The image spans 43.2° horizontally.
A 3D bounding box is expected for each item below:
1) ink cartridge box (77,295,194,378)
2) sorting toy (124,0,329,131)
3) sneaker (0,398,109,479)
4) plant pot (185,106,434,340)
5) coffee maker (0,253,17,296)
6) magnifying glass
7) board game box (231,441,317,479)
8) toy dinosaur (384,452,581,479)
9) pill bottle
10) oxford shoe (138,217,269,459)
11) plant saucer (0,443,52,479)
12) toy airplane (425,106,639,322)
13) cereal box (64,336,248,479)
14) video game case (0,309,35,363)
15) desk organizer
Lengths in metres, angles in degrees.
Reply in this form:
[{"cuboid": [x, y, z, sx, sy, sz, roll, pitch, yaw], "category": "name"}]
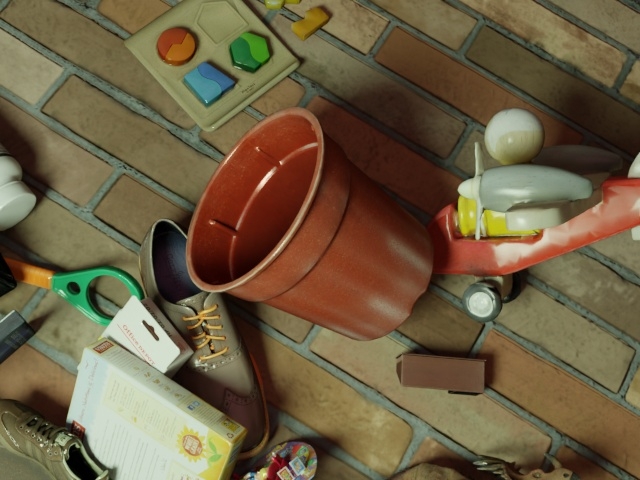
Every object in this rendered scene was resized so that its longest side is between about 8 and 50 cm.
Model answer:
[{"cuboid": [-0.247, 0.155, 1.110, 0.104, 0.181, 0.061, 49, 33, 9], "category": "ink cartridge box"}, {"cuboid": [-0.146, -0.349, 1.372, 0.307, 0.041, 0.229, -41, 80, -18], "category": "sorting toy"}, {"cuboid": [-0.353, 0.267, 1.073, 0.188, 0.071, 0.066, 43, 32, -2], "category": "sneaker"}, {"cuboid": [0.000, 0.000, 1.126, 0.265, 0.272, 0.272, 32, 65, -34], "category": "plant pot"}, {"cuboid": [-0.524, 0.079, 1.128, 0.178, 0.120, 0.171, -33, 95, -4], "category": "coffee maker"}, {"cuboid": [-0.369, 0.066, 1.189, 0.231, 0.026, 0.092, 14, 111, 5], "category": "magnifying glass"}, {"cuboid": [-0.085, 0.323, 1.095, 0.169, 0.133, 0.033, -38, 109, -17], "category": "board game box"}, {"cuboid": [0.191, 0.363, 1.129, 0.296, 0.127, 0.200, 17, 62, 12], "category": "toy dinosaur"}, {"cuboid": [-0.517, -0.109, 1.204, 0.108, 0.108, 0.193, -41, 81, -18], "category": "pill bottle"}, {"cuboid": [-0.175, 0.138, 1.148, 0.130, 0.133, 0.363, -24, 76, -15], "category": "oxford shoe"}, {"cuboid": [-0.415, 0.363, 1.010, 0.310, 0.050, 0.310, 27, 36, -21], "category": "plant saucer"}, {"cuboid": [0.339, -0.075, 1.156, 0.384, 0.386, 0.272, -24, 88, -15], "category": "toy airplane"}, {"cuboid": [-0.225, 0.258, 1.066, 0.240, 0.173, 0.047, 30, 27, 16], "category": "cereal box"}, {"cuboid": [-0.493, 0.200, 1.052, 0.026, 0.196, 0.274, 46, 71, -3], "category": "video game case"}, {"cuboid": [0.180, 0.203, 1.218, 0.130, 0.047, 0.050, 6, 73, -5], "category": "desk organizer"}]
